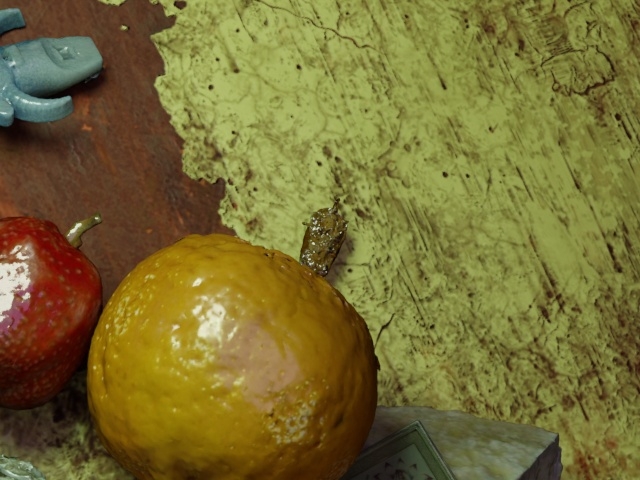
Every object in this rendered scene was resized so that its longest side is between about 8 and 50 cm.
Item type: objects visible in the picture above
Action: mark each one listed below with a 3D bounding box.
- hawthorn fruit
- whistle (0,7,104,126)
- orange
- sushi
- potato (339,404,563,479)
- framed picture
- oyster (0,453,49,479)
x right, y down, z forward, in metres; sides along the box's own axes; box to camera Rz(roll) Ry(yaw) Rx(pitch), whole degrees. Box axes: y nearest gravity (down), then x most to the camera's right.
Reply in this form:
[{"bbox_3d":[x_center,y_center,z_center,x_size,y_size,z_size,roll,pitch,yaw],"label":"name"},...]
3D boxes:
[{"bbox_3d":[-0.336,0.066,1.736,0.205,0.205,0.253,42,71,-4],"label":"hawthorn fruit"},{"bbox_3d":[-0.394,-0.201,1.850,0.269,0.093,0.180,-20,57,-25],"label":"whistle"},{"bbox_3d":[-0.103,0.165,1.713,0.340,0.340,0.293,32,66,-8],"label":"orange"},{"bbox_3d":[0.004,0.001,1.951,0.061,0.060,0.118,9,71,-12],"label":"sushi"},{"bbox_3d":[0.145,0.324,1.895,0.264,0.190,0.211,17,25,20],"label":"potato"},{"bbox_3d":[0.076,0.333,1.810,0.173,0.231,0.010,57,30,4],"label":"framed picture"},{"bbox_3d":[-0.368,0.322,1.696,0.350,0.158,0.162,18,112,-22],"label":"oyster"}]
